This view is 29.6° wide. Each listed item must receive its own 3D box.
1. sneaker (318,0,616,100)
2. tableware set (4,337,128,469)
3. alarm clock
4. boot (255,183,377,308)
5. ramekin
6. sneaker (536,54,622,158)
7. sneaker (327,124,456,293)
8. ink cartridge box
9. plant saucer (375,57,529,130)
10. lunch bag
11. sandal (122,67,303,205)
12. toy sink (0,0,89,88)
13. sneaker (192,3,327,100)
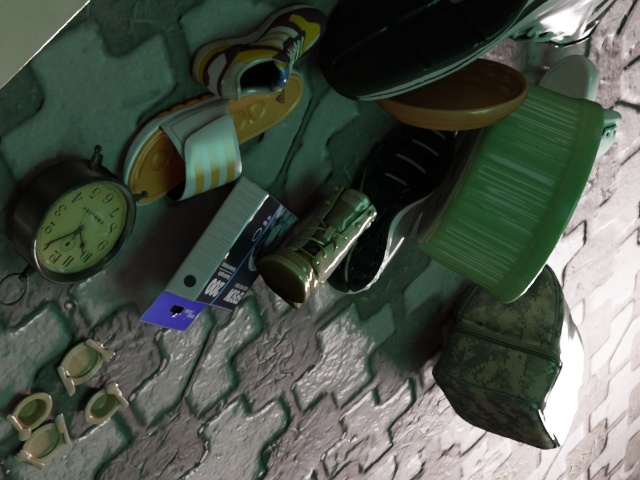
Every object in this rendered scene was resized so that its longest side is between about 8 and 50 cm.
[{"bbox_3d":[0.222,-0.270,1.512,0.447,0.169,0.257,-32,153,1],"label":"sneaker"},{"bbox_3d":[-0.307,0.200,1.459,0.169,0.020,0.141,-41,144,-20],"label":"tableware set"},{"bbox_3d":[-0.275,-0.008,1.276,0.192,0.064,0.129,-51,146,-9],"label":"alarm clock"},{"bbox_3d":[0.000,0.000,1.515,0.165,0.077,0.213,-49,174,-8],"label":"boot"},{"bbox_3d":[0.251,-0.080,1.666,0.303,0.148,0.303,-156,-90,-87],"label":"ramekin"},{"bbox_3d":[0.413,-0.210,1.904,0.151,0.094,0.256,-27,148,-25],"label":"sneaker"},{"bbox_3d":[0.092,-0.047,1.678,0.271,0.100,0.108,-56,170,-2],"label":"sneaker"},{"bbox_3d":[-0.116,0.032,1.462,0.208,0.045,0.206,-53,169,0],"label":"ink cartridge box"},{"bbox_3d":[0.160,-0.184,1.524,0.200,0.200,0.037,-24,125,-37],"label":"plant saucer"},{"bbox_3d":[0.343,0.189,2.071,0.256,0.213,0.305,-64,152,-16],"label":"lunch bag"},{"bbox_3d":[-0.105,-0.118,1.374,0.265,0.076,0.102,-34,141,-26],"label":"sandal"},{"bbox_3d":[-0.268,-0.264,1.002,0.234,0.131,0.153,-50,146,-15],"label":"toy sink"},{"bbox_3d":[-0.049,-0.203,1.359,0.185,0.084,0.069,-32,140,-29],"label":"sneaker"}]
